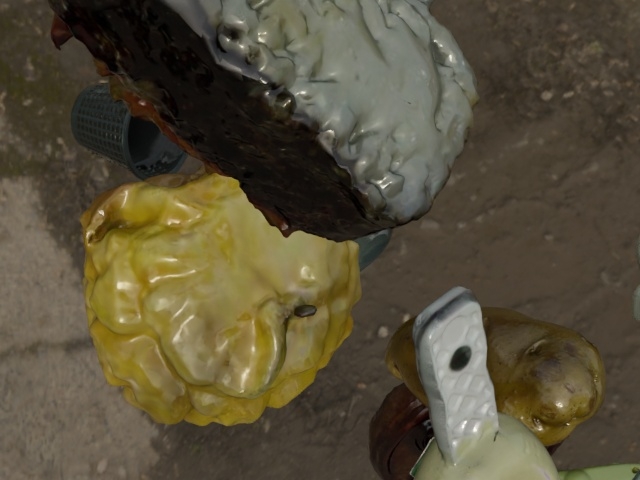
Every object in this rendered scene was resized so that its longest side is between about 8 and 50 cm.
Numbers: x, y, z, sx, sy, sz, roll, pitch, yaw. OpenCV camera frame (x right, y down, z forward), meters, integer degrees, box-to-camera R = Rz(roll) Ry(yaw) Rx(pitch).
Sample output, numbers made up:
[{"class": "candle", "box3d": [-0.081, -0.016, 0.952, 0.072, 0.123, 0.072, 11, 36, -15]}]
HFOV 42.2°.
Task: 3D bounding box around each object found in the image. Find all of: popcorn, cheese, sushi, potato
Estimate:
[{"class": "popcorn", "box3d": [-0.133, 0.058, 1.032, 0.348, 0.381, 0.349, 3, 81, -21]}, {"class": "cheese", "box3d": [0.087, 0.129, 0.488, 0.127, 0.235, 0.049, -33, 36, -22]}, {"class": "sushi", "box3d": [-0.026, -0.136, 0.601, 0.343, 0.181, 0.197, 42, 67, -28]}, {"class": "potato", "box3d": [0.256, 0.198, 1.266, 0.176, 0.369, 0.196, 15, 89, -44]}]

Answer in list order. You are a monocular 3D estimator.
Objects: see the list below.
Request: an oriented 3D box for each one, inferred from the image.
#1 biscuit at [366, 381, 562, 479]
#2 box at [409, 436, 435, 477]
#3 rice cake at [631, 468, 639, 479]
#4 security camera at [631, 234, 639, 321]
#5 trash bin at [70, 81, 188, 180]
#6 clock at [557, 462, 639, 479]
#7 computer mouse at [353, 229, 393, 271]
[{"class": "biscuit", "box3d": [0.288, 0.360, 1.549, 0.407, 0.408, 0.091, 2, 39, -19]}, {"class": "box", "box3d": [0.260, 0.419, 1.373, 0.199, 0.135, 0.081, 33, 85, 31]}, {"class": "rice cake", "box3d": [0.432, 0.245, 0.995, 0.033, 0.171, 0.029, 39, 24, 23]}, {"class": "security camera", "box3d": [0.658, 0.041, 1.461, 0.194, 0.194, 0.237, 3, 97, -18]}, {"class": "trash bin", "box3d": [-0.328, -0.200, 1.409, 0.160, 0.176, 0.175, 17, 47, 27]}, {"class": "clock", "box3d": [0.366, 0.454, 1.079, 0.234, 0.096, 0.308, -12, 50, 12]}, {"class": "computer mouse", "box3d": [-0.003, 0.000, 1.759, 0.114, 0.374, 0.203, -34, 94, -41]}]
